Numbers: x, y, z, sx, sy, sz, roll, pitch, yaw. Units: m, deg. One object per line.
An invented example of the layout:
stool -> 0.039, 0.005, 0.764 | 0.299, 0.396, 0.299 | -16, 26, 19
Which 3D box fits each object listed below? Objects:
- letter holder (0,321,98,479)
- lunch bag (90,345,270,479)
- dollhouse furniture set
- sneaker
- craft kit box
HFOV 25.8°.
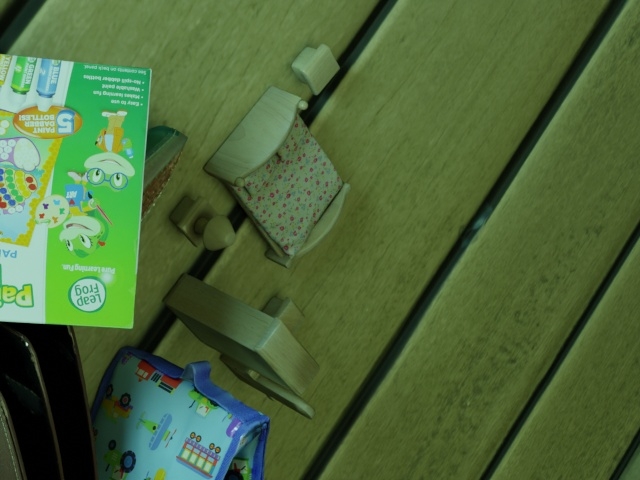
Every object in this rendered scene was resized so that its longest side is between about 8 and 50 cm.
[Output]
letter holder -> -0.306, 0.209, 1.434 | 0.152, 0.214, 0.301 | -29, 129, -37
lunch bag -> -0.182, 0.273, 1.609 | 0.138, 0.221, 0.293 | 0, 110, -50
dollhouse furniture set -> 0.000, 0.000, 1.715 | 0.355, 0.174, 0.303 | -53, 141, -15
sneaker -> -0.246, -0.055, 1.452 | 0.108, 0.121, 0.302 | -60, 174, 38
craft kit box -> -0.289, -0.048, 1.290 | 0.250, 0.061, 0.246 | 4, 92, -13
